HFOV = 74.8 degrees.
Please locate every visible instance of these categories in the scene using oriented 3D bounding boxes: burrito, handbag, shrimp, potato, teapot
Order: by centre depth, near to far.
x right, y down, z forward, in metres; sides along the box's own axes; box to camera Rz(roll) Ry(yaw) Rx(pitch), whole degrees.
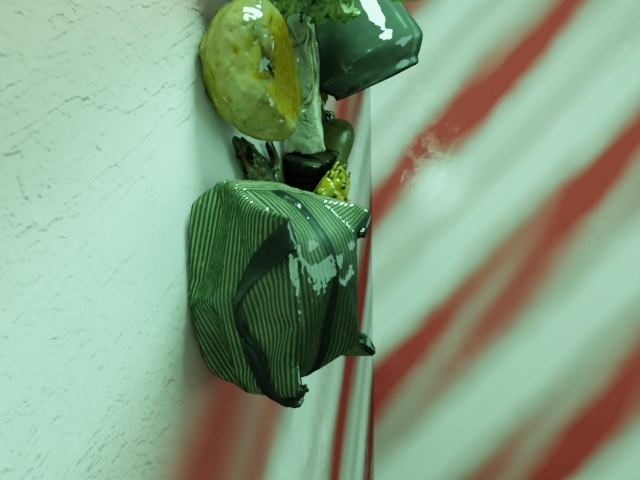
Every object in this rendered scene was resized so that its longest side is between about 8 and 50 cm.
[{"bbox_3d":[-0.057,0.072,0.659,0.247,0.240,0.340,-13,104,-47],"label":"handbag"},{"bbox_3d":[-0.120,-0.165,0.900,0.296,0.058,0.169,69,17,-63],"label":"shrimp"},{"bbox_3d":[-0.058,-0.409,1.027,0.076,0.117,0.391,-97,-179,-76],"label":"burrito"},{"bbox_3d":[0.077,-0.594,1.133,0.376,0.306,0.361,-121,-173,-76],"label":"teapot"},{"bbox_3d":[0.036,-0.286,1.338,0.157,0.157,0.193,-70,158,-55],"label":"potato"}]

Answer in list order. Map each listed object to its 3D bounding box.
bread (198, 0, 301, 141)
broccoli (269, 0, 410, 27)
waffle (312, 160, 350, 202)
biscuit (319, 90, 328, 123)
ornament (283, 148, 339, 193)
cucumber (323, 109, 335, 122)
[{"bbox_3d":[-0.122,-0.289,0.732,0.244,0.134,0.244,-3,90,-73],"label":"bread"},{"bbox_3d":[0.005,-0.509,0.727,0.397,0.353,0.274,42,-44,45],"label":"broccoli"},{"bbox_3d":[0.000,0.000,1.095,0.379,0.095,0.382,-59,165,-52],"label":"waffle"},{"bbox_3d":[-0.032,-0.418,1.198,0.290,0.041,0.208,-42,130,-59],"label":"biscuit"},{"bbox_3d":[-0.033,-0.122,1.173,0.251,0.106,0.260,-45,147,-62],"label":"ornament"},{"bbox_3d":[0.029,-0.339,1.479,0.067,0.067,0.245,-38,124,-73],"label":"cucumber"}]
